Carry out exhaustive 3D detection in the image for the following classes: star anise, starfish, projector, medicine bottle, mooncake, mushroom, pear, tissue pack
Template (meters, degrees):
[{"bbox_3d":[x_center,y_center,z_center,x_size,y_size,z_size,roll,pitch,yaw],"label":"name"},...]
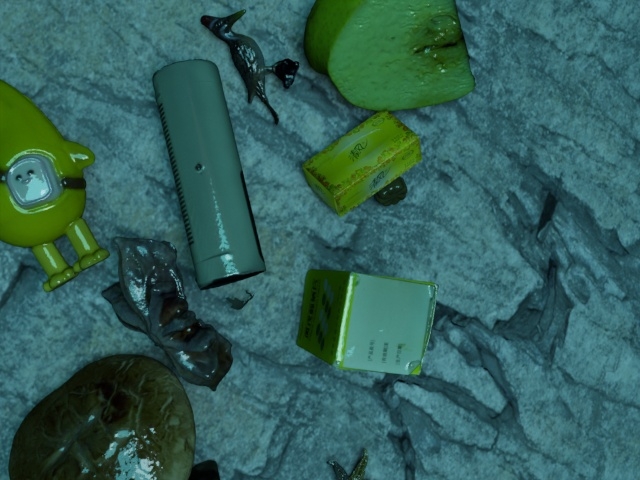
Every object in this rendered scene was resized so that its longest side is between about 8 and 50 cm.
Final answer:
[{"bbox_3d":[-0.223,0.108,1.004,0.257,0.198,0.110,46,59,4],"label":"star anise"},{"bbox_3d":[0.047,0.420,1.131,0.130,0.041,0.133,-39,92,-19],"label":"starfish"},{"bbox_3d":[-0.171,-0.100,1.023,0.108,0.108,0.337,-13,83,-13],"label":"projector"},{"bbox_3d":[0.060,0.120,1.032,0.141,0.250,0.137,7,87,-15],"label":"medicine bottle"},{"bbox_3d":[-0.008,-0.007,1.113,0.347,0.057,0.150,-44,142,2],"label":"mooncake"},{"bbox_3d":[-0.315,0.293,0.980,0.278,0.146,0.278,-5,66,12],"label":"mushroom"},{"bbox_3d":[0.103,-0.338,1.075,0.292,0.292,0.159,-3,50,-13],"label":"pear"},{"bbox_3d":[0.069,-0.129,1.105,0.176,0.062,0.095,-34,55,-11],"label":"tissue pack"}]

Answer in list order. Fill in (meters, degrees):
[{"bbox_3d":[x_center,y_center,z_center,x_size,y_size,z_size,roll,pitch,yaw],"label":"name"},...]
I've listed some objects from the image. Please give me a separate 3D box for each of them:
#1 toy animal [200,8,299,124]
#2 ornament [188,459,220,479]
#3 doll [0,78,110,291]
[{"bbox_3d":[-0.112,-0.290,1.086,0.202,0.070,0.105,43,100,-13],"label":"toy animal"},{"bbox_3d":[-0.225,0.505,1.047,0.251,0.106,0.260,-21,100,-9],"label":"ornament"},{"bbox_3d":[-0.430,-0.111,0.973,0.199,0.145,0.363,-29,91,1],"label":"doll"}]
